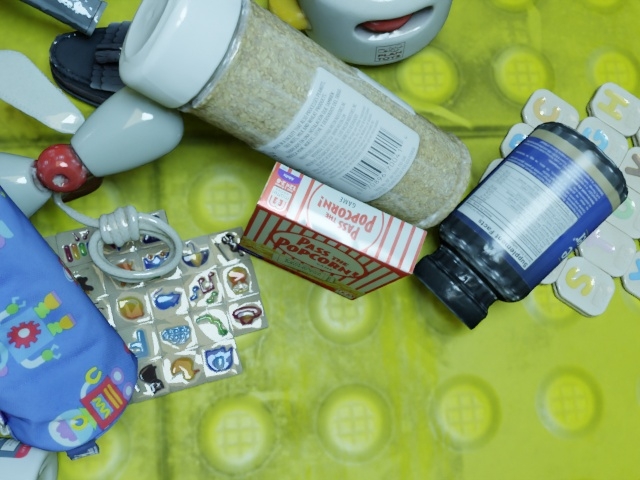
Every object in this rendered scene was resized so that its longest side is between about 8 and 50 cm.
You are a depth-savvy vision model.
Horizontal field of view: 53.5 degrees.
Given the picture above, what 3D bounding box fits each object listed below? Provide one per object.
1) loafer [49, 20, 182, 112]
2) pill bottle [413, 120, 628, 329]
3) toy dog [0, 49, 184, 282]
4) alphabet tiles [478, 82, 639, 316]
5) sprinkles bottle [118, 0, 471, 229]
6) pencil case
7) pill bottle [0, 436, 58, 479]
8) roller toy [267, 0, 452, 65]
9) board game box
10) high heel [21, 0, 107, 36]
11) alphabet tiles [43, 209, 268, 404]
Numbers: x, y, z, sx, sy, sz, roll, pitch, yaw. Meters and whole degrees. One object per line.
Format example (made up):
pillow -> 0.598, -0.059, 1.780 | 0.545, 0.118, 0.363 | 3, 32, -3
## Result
loafer -> -0.147, -0.190, 0.697 | 0.303, 0.095, 0.109 | 10, 78, -7
pill bottle -> 0.208, -0.012, 0.687 | 0.123, 0.123, 0.219 | 45, 95, 2
toy dog -> -0.305, -0.067, 0.624 | 0.334, 0.220, 0.161 | -8, 36, -16
alphabet tiles -> 0.347, -0.055, 0.785 | 0.278, 0.021, 0.284 | 34, 77, -1
sprinkles bottle -> -0.007, -0.122, 0.614 | 0.355, 0.121, 0.121 | 25, 74, -35
pencil case -> -0.276, 0.056, 0.535 | 0.133, 0.119, 0.306 | -39, 128, -21
pill bottle -> -0.348, 0.232, 0.580 | 0.180, 0.108, 0.108 | 8, 78, -7
roller toy -> 0.060, -0.306, 0.726 | 0.191, 0.146, 0.209 | 33, 80, 9
board game box -> 0.000, 0.000, 0.629 | 0.147, 0.193, 0.045 | 24, 74, -6
high heel -> -0.277, -0.364, 0.648 | 0.186, 0.093, 0.261 | 24, 74, -27
alphabet tiles -> -0.185, 0.068, 0.688 | 0.237, 0.009, 0.198 | -14, 81, -11
